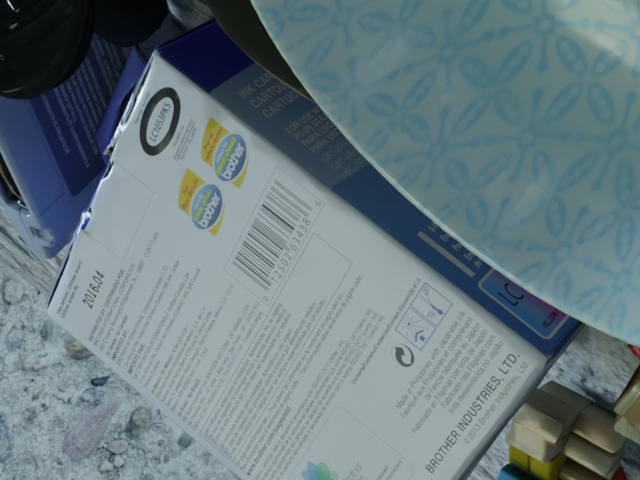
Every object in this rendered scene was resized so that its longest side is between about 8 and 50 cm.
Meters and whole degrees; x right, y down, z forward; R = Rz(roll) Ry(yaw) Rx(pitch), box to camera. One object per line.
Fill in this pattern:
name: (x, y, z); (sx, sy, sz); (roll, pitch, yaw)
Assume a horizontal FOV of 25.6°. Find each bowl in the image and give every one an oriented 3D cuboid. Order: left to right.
bowl: (0.120, -0.098, 0.565); (0.289, 0.156, 0.289); (38, 164, 13)

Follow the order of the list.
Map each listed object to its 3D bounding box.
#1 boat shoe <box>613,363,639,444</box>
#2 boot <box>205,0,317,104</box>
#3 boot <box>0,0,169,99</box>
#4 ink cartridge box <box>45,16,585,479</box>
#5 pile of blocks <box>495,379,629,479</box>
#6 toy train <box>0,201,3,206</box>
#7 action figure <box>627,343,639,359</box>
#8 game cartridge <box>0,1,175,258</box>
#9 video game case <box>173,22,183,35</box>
boat shoe: (0.253, 0.121, 1.034); (0.059, 0.063, 0.170); (33, 172, 19)
boot: (-0.043, -0.190, 0.858); (0.305, 0.112, 0.115); (44, -176, 4)
boot: (-0.156, -0.168, 0.886); (0.207, 0.094, 0.246); (29, -148, -60)
ink cartridge box: (-0.026, 0.017, 1.023); (0.395, 0.151, 0.270); (37, 127, 10)
pile of blocks: (0.226, 0.252, 1.286); (0.113, 0.149, 0.362); (27, 162, 22)
toy train: (-0.403, -0.161, 1.694); (0.334, 0.142, 0.190); (30, 152, 35)
action figure: (0.309, 0.158, 0.912); (0.091, 0.139, 0.280); (-24, 93, 35)
game cartridge: (-0.200, -0.147, 1.098); (0.060, 0.196, 0.294); (27, 149, 32)
video game case: (-0.207, -0.214, 1.274); (0.212, 0.023, 0.193); (43, 165, -8)
